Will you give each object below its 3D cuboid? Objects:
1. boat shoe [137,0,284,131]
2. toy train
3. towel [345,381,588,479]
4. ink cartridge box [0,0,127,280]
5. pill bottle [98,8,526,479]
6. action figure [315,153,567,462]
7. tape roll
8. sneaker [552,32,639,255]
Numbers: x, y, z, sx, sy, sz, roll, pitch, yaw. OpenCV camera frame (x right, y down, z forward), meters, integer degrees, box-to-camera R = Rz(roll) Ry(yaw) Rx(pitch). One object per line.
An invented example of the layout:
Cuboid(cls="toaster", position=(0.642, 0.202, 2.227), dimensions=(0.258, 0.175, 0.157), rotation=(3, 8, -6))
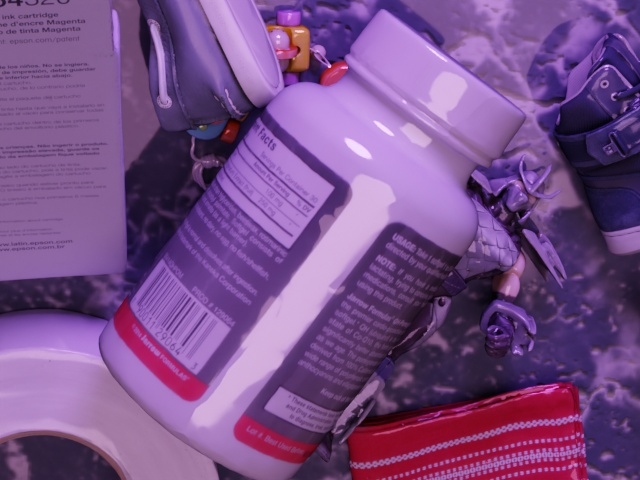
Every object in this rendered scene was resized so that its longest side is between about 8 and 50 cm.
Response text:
Cuboid(cls="boat shoe", position=(-0.136, -0.226, 1.374), dimensions=(0.099, 0.116, 0.319), rotation=(-25, 99, 15))
Cuboid(cls="toy train", position=(-0.034, -0.103, 1.463), dimensions=(0.166, 0.046, 0.125), rotation=(-26, 108, 0))
Cuboid(cls="towel", position=(0.135, 0.257, 1.600), dimensions=(0.199, 0.031, 0.275), rotation=(-10, 107, -4))
Cuboid(cls="ink cartridge box", position=(-0.300, -0.084, 1.332), dimensions=(0.324, 0.071, 0.330), rotation=(-3, 142, -7))
Cuboid(cls="pill bottle", position=(0.000, 0.000, 1.361), dimensions=(0.176, 0.176, 0.318), rotation=(35, 98, -16))
Cuboid(cls="action figure", position=(0.077, 0.039, 1.494), dimensions=(0.285, 0.099, 0.185), rotation=(-42, 94, 0))
Cuboid(cls="tape roll", position=(-0.218, 0.201, 1.499), dimensions=(0.286, 0.100, 0.286), rotation=(-2, 106, -7))
Cuboid(cls="sneaker", position=(0.288, -0.096, 1.463), dimensions=(0.226, 0.086, 0.163), rotation=(-22, 107, 23))
